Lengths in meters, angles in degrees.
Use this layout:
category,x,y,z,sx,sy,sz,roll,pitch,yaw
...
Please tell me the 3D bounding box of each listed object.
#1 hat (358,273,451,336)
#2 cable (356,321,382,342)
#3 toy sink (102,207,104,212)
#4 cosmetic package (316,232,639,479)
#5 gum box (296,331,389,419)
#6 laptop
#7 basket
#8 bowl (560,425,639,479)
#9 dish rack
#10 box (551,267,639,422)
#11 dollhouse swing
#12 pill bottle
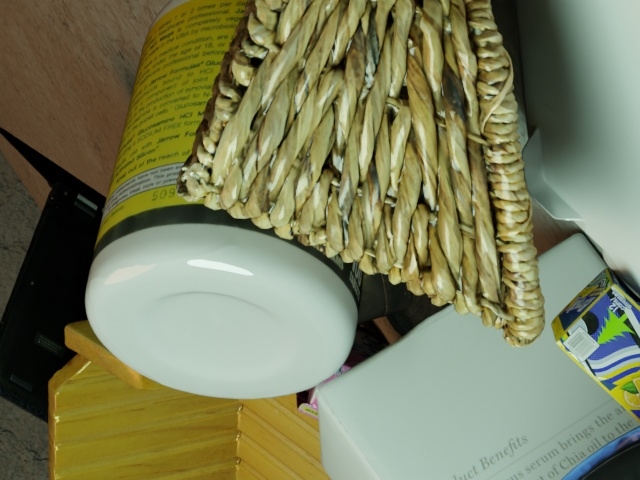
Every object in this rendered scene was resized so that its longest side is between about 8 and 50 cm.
category,x,y,z,sx,sy,sz,roll,pitch,yaw
hat,0.000,0.000,1.732,0.331,0.134,0.331,53,163,23
cable,0.047,0.144,2.029,0.150,0.047,0.184,38,154,55
toy sink,-0.134,-0.030,2.084,0.131,0.153,0.234,61,167,-5
cosmetic package,0.213,0.247,1.310,0.453,0.230,0.161,55,166,21
gum box,0.036,0.138,1.818,0.107,0.062,0.188,23,-172,-6
laptop,-0.253,0.095,2.300,0.382,0.408,0.236,35,147,-31
basket,0.064,-0.111,1.127,0.223,0.213,0.299,23,-163,-5
bowl,0.221,0.272,1.035,0.077,0.391,0.391,24,-170,-38
dish rack,0.192,-0.066,1.079,0.285,0.072,0.333,48,163,37
box,0.224,0.096,1.198,0.169,0.054,0.059,44,-170,-4
dollhouse swing,-0.089,0.284,2.006,0.305,0.315,0.346,-131,38,-50
pill bottle,-0.049,-0.069,1.373,0.188,0.188,0.334,81,-165,-55
